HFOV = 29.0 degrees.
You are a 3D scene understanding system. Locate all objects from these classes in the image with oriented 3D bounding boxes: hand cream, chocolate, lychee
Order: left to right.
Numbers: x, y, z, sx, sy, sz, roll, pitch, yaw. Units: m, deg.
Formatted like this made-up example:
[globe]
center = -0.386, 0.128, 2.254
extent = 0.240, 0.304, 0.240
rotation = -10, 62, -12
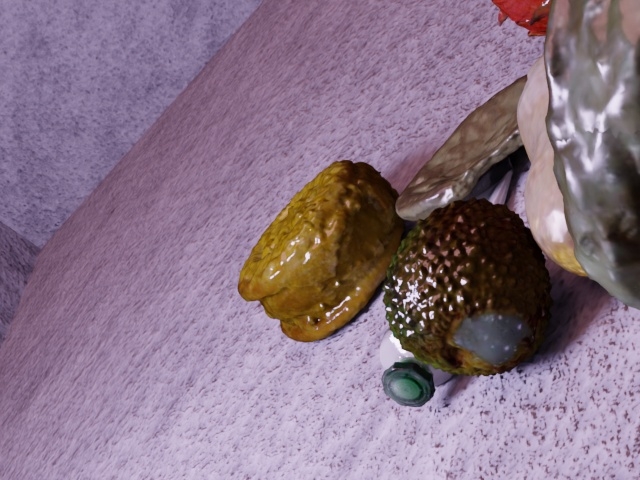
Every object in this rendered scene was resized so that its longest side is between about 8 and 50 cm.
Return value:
[hand cream]
center = 0.131, 0.039, 1.296
extent = 0.121, 0.076, 0.336
rotation = -34, 20, 39
[lychee]
center = 0.134, 0.040, 1.126
extent = 0.171, 0.171, 0.171
rotation = -45, 21, 22
[chocolate]
center = 0.249, -0.085, 1.132
extent = 0.134, 0.134, 0.309
rotation = -41, 24, 30

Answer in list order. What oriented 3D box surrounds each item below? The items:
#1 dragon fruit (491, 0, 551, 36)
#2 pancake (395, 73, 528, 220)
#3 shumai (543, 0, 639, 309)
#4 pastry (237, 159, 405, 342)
[dragon fruit]
center = 0.278, -0.351, 1.379
extent = 0.252, 0.241, 0.241
rotation = -63, 20, -3
[pancake]
center = 0.182, -0.105, 1.409
extent = 0.236, 0.042, 0.222
rotation = -47, 11, -10
[shumai]
center = 0.348, -0.119, 0.760
extent = 0.323, 0.324, 0.397
rotation = 17, 76, 54
[pastry]
center = 0.000, 0.000, 1.536
extent = 0.240, 0.132, 0.235
rotation = -29, 32, 48
